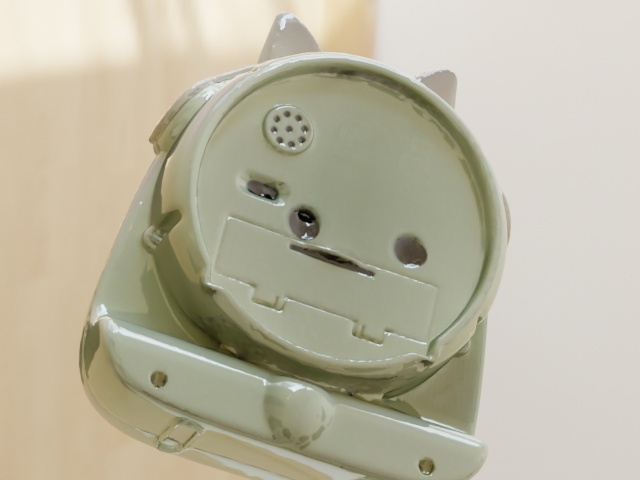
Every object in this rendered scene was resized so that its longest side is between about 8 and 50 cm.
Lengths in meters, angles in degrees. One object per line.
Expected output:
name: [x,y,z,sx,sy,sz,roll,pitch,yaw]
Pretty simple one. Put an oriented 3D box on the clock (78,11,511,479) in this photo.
clock: [0.000,0.000,1.310,0.108,0.265,0.324,130,-25,-64]
